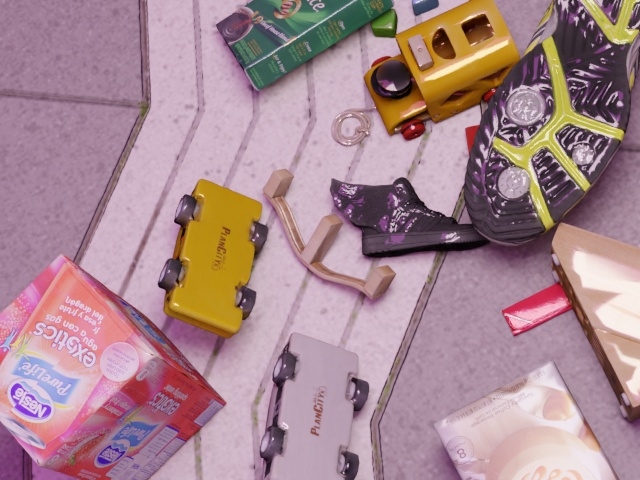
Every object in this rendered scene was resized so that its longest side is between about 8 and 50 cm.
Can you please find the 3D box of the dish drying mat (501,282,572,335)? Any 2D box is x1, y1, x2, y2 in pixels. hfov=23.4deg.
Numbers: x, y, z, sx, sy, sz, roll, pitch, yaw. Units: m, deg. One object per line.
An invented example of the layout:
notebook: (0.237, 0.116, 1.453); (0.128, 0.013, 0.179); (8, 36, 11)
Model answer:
dish drying mat: (0.236, 0.070, 1.641); (0.083, 0.008, 0.032); (-27, 70, 3)

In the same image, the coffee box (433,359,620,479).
coffee box: (0.234, 0.264, 1.537); (0.141, 0.098, 0.247); (-29, 71, 2)

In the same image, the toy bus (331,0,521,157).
toy bus: (0.121, -0.190, 1.689); (0.190, 0.104, 0.202); (19, 78, 16)

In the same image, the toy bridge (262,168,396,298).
toy bridge: (0.000, 0.000, 1.684); (0.188, 0.026, 0.063); (44, 123, 24)

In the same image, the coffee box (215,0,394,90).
coffee box: (-0.019, -0.256, 1.747); (0.184, 0.040, 0.113); (-31, 43, 1)

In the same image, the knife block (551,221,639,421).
knife block: (0.392, 0.072, 1.567); (0.242, 0.088, 0.276); (-24, 72, 0)

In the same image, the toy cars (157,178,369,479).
toy cars: (-0.070, 0.115, 1.640); (0.176, 0.087, 0.394); (-16, 65, -38)

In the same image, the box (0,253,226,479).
box: (-0.224, 0.145, 1.555); (0.154, 0.300, 0.142); (-44, 73, -3)

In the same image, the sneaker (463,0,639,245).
sneaker: (0.273, -0.162, 1.630); (0.145, 0.147, 0.385); (26, 82, 15)

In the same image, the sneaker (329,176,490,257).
sneaker: (0.097, -0.031, 1.675); (0.170, 0.051, 0.089); (-6, 77, 13)
